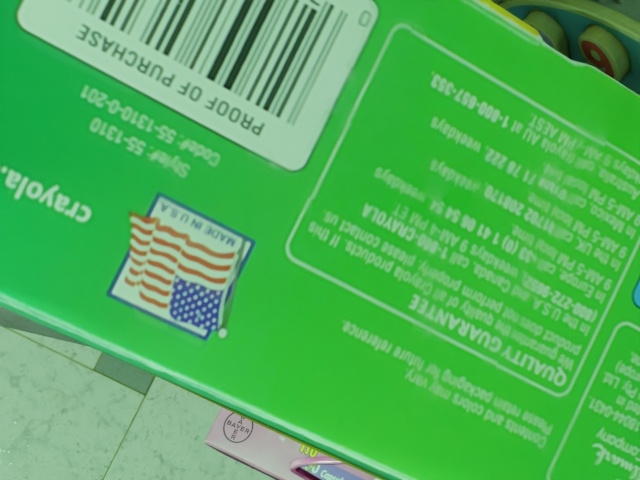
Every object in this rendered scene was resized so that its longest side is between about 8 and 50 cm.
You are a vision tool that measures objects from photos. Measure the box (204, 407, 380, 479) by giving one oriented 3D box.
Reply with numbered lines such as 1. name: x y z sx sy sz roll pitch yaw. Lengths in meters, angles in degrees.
1. box: 0.033 0.163 1.249 0.213 0.243 0.117 21 166 26

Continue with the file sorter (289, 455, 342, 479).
1. file sorter: 0.082 0.215 1.013 0.182 0.290 0.202 -7 153 25

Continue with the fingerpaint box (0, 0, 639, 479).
1. fingerpaint box: 0.016 0.005 0.548 0.445 0.163 0.371 27 176 -20

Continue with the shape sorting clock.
1. shape sorting clock: 0.163 -0.049 0.597 0.206 0.040 0.206 39 174 5
